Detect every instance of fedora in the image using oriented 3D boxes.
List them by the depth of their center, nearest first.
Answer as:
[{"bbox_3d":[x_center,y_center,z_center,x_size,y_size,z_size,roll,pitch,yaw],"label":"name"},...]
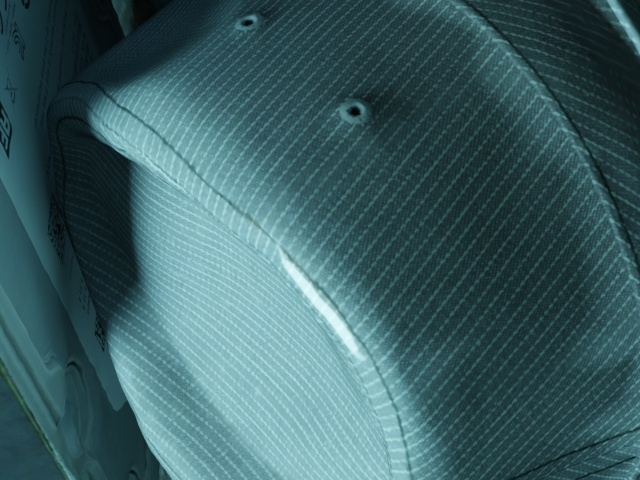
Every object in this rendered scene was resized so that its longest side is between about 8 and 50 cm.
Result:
[{"bbox_3d":[0.000,0.000,0.417,0.275,0.124,0.243,50,148,34],"label":"fedora"}]

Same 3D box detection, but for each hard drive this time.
[{"bbox_3d":[-0.120,-0.036,0.495,0.339,0.064,0.236,79,-173,-52],"label":"hard drive"}]
